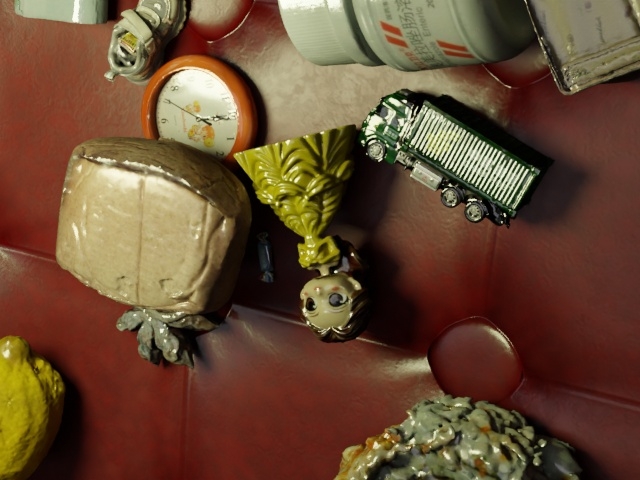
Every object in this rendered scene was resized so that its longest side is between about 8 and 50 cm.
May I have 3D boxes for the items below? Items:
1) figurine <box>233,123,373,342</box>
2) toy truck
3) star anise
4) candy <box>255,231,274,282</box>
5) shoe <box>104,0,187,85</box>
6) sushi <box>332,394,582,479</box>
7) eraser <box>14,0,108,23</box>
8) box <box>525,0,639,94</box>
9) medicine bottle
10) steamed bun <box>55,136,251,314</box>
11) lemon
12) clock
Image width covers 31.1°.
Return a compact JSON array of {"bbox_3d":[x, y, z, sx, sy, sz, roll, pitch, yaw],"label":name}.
[{"bbox_3d":[-0.001,0.001,1.717,0.187,0.168,0.315,-14,95,1],"label":"figurine"},{"bbox_3d":[0.185,-0.124,1.645,0.259,0.088,0.121,33,116,14],"label":"toy truck"},{"bbox_3d":[-0.256,0.106,1.921,0.262,0.081,0.230,-29,78,31],"label":"star anise"},{"bbox_3d":[-0.090,0.027,1.853,0.030,0.020,0.083,-5,99,26],"label":"candy"},{"bbox_3d":[-0.287,-0.328,1.823,0.089,0.092,0.180,36,115,15],"label":"shoe"},{"bbox_3d":[0.208,0.432,1.715,0.418,0.176,0.417,6,105,25],"label":"sushi"},{"bbox_3d":[-0.418,-0.472,1.861,0.174,0.081,0.227,13,109,27],"label":"eraser"},{"bbox_3d":[0.397,-0.301,1.382,0.225,0.297,0.190,-20,90,29],"label":"box"},{"bbox_3d":[0.120,-0.346,1.533,0.306,0.245,0.245,-2,102,33],"label":"medicine bottle"},{"bbox_3d":[-0.242,-0.035,1.779,0.301,0.199,0.251,20,112,13],"label":"steamed bun"},{"bbox_3d":[-0.584,0.307,2.040,0.245,0.245,0.319,33,110,16],"label":"lemon"},{"bbox_3d":[-0.193,-0.193,1.832,0.205,0.051,0.205,6,106,22],"label":"clock"}]
